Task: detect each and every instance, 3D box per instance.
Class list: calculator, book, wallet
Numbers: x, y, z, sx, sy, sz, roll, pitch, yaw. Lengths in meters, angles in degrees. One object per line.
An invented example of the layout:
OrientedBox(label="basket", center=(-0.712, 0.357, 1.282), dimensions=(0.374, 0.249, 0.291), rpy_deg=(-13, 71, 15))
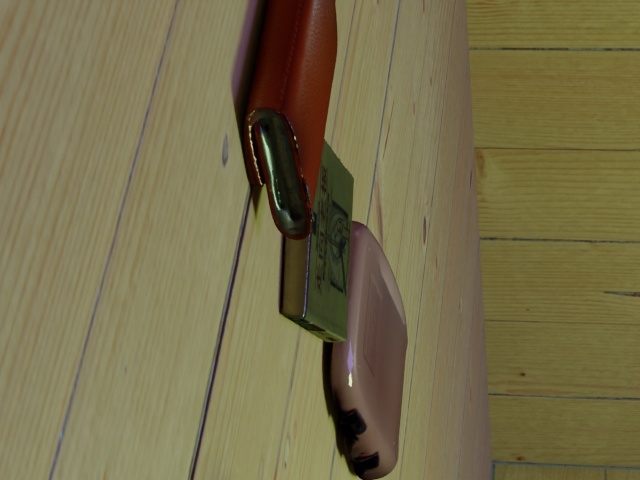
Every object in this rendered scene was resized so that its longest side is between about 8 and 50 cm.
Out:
OrientedBox(label="calculator", center=(0.049, 0.116, 1.922), dimensions=(0.329, 0.048, 0.220), rpy_deg=(68, 26, -63))
OrientedBox(label="book", center=(0.000, 0.000, 1.659), dimensions=(0.231, 0.026, 0.161), rpy_deg=(41, 51, -78))
OrientedBox(label="wallet", center=(-0.021, -0.120, 1.453), dimensions=(0.142, 0.045, 0.204), rpy_deg=(78, 15, -47))
